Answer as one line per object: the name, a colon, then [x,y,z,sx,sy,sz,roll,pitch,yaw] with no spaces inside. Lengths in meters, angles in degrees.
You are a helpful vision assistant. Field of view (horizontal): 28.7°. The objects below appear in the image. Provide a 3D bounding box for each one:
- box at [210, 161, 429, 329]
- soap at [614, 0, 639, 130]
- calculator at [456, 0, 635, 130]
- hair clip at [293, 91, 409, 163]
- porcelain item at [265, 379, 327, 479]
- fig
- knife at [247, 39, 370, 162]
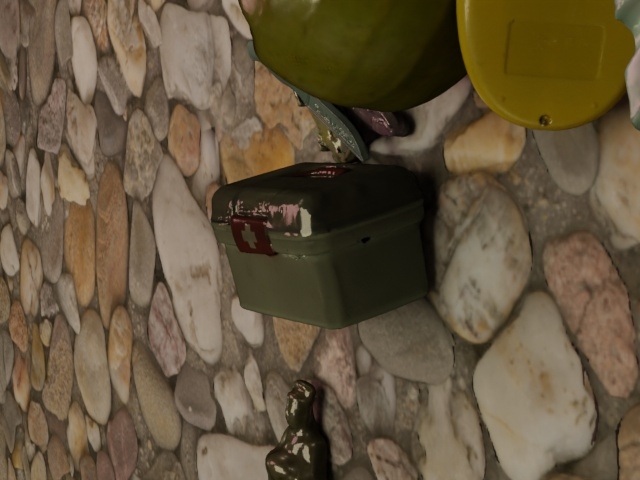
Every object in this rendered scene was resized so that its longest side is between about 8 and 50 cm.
box: [0.000,0.000,1.179,0.210,0.148,0.129,7,112,58]
soap: [0.299,-0.182,0.678,0.208,0.115,0.347,60,142,35]
calculator: [0.169,-0.192,0.876,0.032,0.146,0.234,-79,-8,-70]
hair clip: [0.013,-0.162,1.214,0.146,0.056,0.187,-40,64,62]
porcelain item: [-0.027,0.256,1.348,0.081,0.069,0.215,31,116,59]
fig: [0.051,-0.239,0.972,0.271,0.239,0.239,-56,48,37]
knife: [-0.013,-0.142,1.216,0.210,0.015,0.028,46,139,38]
